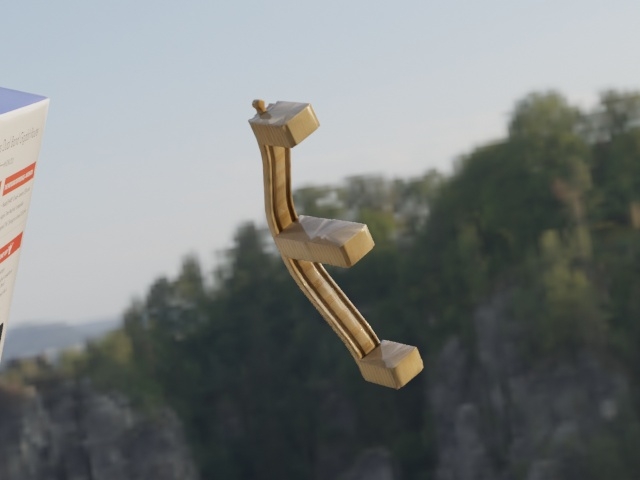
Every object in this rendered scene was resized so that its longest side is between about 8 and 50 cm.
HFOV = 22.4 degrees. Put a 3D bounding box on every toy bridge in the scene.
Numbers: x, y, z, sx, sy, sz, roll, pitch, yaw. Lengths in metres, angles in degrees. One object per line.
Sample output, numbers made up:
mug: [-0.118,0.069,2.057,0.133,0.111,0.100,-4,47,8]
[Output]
toy bridge: [0.000,0.000,0.920,0.026,0.188,0.063,-40,30,-29]

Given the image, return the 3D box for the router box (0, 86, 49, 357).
router box: [-0.261,0.060,0.989,0.082,0.301,0.335,12,8,-1]
